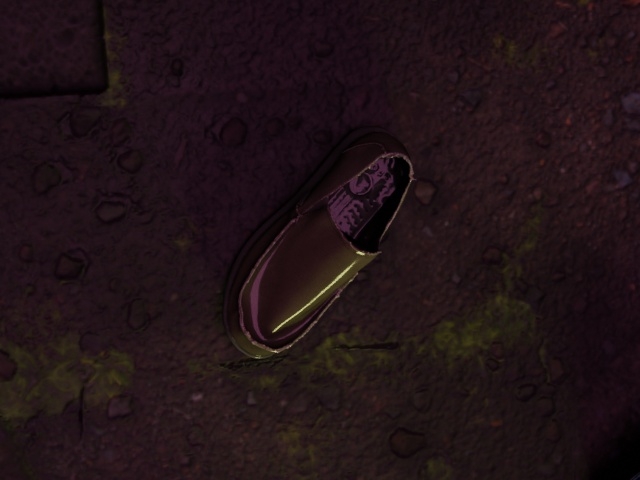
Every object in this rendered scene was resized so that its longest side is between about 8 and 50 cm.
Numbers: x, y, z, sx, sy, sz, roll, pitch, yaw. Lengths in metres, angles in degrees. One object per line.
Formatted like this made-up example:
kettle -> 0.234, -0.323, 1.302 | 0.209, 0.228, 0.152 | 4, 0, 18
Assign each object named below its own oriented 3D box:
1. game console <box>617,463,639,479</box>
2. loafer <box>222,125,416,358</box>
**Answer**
game console -> 0.351, 0.260, 1.348 | 0.122, 0.071, 0.107 | -35, 105, -10
loafer -> 0.000, 0.000, 1.195 | 0.094, 0.087, 0.251 | 35, 85, -18
